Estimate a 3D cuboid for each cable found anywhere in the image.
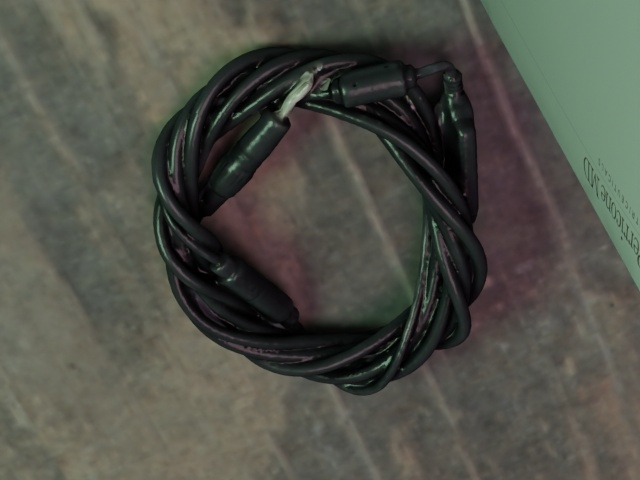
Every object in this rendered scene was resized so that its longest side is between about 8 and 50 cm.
[{"bbox_3d":[0.000,0.000,0.824,0.150,0.047,0.184,-7,123,-7],"label":"cable"}]

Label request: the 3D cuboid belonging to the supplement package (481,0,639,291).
[{"bbox_3d":[0.185,-0.109,0.665,0.204,0.262,0.145,-5,121,-7],"label":"supplement package"}]
